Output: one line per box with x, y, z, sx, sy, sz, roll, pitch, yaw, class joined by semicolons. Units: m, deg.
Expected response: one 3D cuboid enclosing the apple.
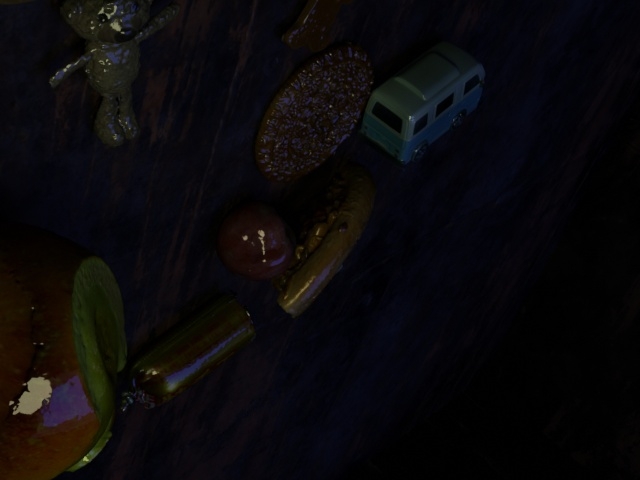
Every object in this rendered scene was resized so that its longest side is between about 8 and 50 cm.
-0.402;0.157;1.418;0.374;0.384;0.374;-37;146;-31;apple

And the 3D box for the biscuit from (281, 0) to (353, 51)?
0.014;-0.404;1.776;0.138;0.031;0.205;-9;134;-58;biscuit

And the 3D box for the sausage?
-0.266;0.225;2.104;0.317;0.117;0.125;-37;160;-29;sausage

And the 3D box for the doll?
-0.284;-0.232;1.453;0.202;0.091;0.286;-6;143;-43;doll

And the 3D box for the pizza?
0.000;0.000;2.163;0.277;0.114;0.409;-34;-160;55;pizza

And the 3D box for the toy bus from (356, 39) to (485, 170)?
0.212;-0.287;2.169;0.271;0.133;0.165;-39;156;-30;toy bus

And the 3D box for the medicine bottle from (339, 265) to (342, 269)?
0.006;0.024;2.347;0.055;0.074;0.118;-40;156;-20;medicine bottle

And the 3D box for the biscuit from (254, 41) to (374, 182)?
-0.004;-0.229;1.996;0.305;0.038;0.305;-40;155;-23;biscuit

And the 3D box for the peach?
-0.127;0.000;2.026;0.152;0.152;0.152;-40;155;-23;peach

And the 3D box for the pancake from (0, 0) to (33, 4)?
-0.311;-0.387;1.198;0.294;0.049;0.294;-40;156;-22;pancake
